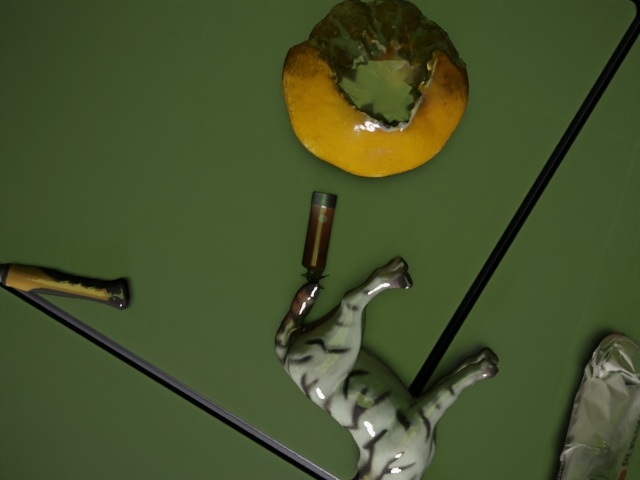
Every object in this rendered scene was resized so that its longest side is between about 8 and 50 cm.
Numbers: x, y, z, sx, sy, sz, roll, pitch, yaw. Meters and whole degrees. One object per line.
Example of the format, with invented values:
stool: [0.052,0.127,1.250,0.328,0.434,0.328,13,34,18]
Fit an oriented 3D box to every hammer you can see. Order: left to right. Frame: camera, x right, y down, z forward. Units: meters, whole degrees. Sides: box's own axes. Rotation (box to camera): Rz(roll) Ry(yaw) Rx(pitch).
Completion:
hammer: [-0.266,0.034,1.267,0.200,0.021,0.078,12,91,2]

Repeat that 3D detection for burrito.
burrito: [0.237,0.178,1.242,0.064,0.064,0.203,14,93,1]

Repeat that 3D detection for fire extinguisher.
fire extinguisher: [0.000,0.000,1.262,0.028,0.022,0.083,8,91,-29]

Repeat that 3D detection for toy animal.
toy animal: [0.074,0.137,1.232,0.170,0.090,0.255,-25,88,5]

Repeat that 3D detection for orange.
orange: [0.047,-0.127,1.206,0.156,0.134,0.157,-1,101,-8]
